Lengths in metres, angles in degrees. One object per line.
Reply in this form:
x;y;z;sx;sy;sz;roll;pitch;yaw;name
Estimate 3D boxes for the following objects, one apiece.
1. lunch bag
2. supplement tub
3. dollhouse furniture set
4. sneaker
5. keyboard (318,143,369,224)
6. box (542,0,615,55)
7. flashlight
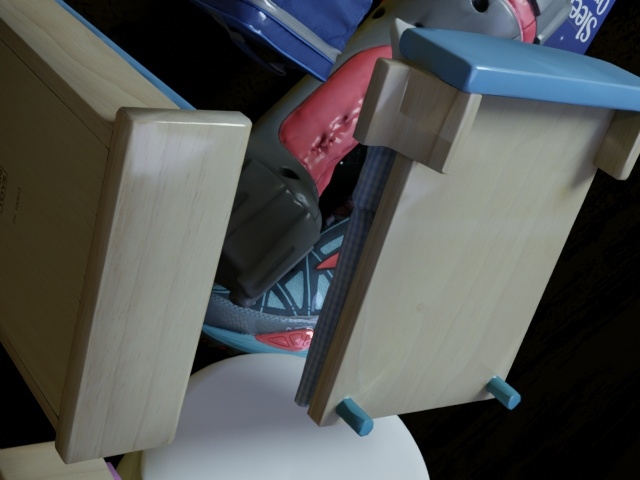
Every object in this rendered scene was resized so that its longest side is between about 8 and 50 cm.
-0.023;-0.130;0.550;0.065;0.067;0.098;-57;144;5;lunch bag
-0.054;0.218;0.633;0.191;0.191;0.272;-24;151;-37;supplement tub
-0.024;0.011;0.506;0.303;0.198;0.287;-3;120;-37;dollhouse furniture set
0.023;0.008;0.673;0.261;0.104;0.125;-6;104;-21;sneaker
0.000;0.000;0.725;0.100;0.038;0.192;-5;125;-20;keyboard
0.184;-0.194;0.775;0.136;0.036;0.225;21;102;-54;box
0.035;-0.086;0.615;0.304;0.103;0.103;-47;-177;-21;flashlight
